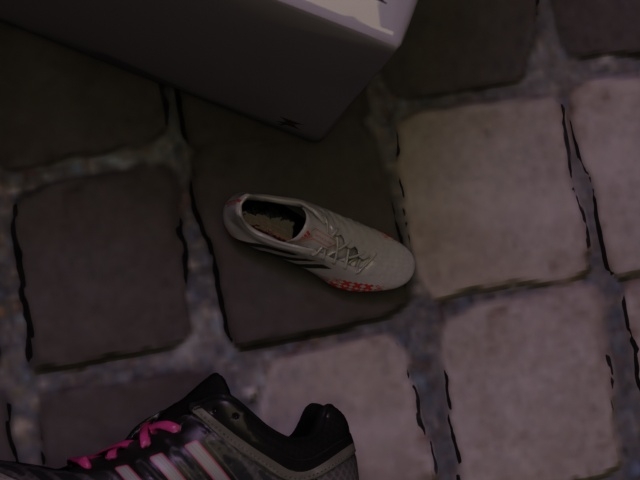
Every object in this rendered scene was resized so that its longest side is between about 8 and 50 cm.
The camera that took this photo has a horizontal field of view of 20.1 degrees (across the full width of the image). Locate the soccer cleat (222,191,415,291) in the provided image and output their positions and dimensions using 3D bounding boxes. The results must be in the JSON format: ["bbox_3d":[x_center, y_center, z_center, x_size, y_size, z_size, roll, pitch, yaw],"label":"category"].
[{"bbox_3d":[0.000,0.000,0.736,0.083,0.035,0.029,21,79,-5],"label":"soccer cleat"}]

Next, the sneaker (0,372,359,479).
[{"bbox_3d":[-0.060,0.088,0.702,0.170,0.063,0.075,5,82,-13],"label":"sneaker"}]

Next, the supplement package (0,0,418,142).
[{"bbox_3d":[-0.017,-0.214,0.693,0.177,0.175,0.293,20,80,-6],"label":"supplement package"}]
